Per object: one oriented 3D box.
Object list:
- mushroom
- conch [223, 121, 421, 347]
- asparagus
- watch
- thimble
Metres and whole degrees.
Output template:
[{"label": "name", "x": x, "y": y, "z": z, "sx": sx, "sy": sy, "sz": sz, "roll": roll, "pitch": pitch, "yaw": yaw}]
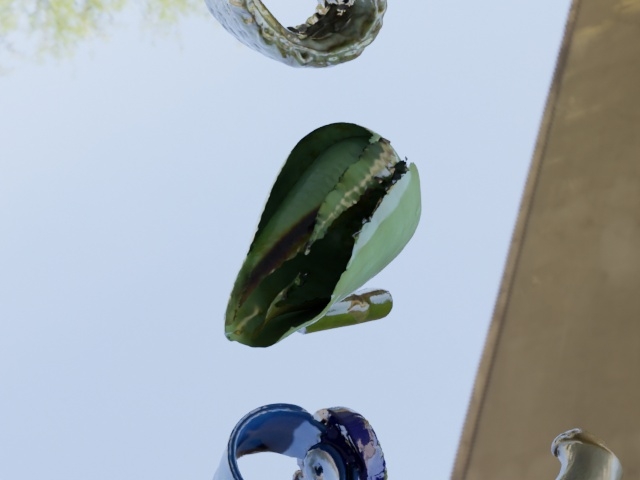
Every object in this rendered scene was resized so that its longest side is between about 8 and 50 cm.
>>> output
[{"label": "mushroom", "x": 0.302, "y": 0.380, "z": 1.318, "sx": 0.122, "sy": 0.159, "sz": 0.329, "roll": 31, "pitch": -124, "yaw": 8}, {"label": "conch", "x": 0.011, "y": -0.015, "z": 0.889, "sx": 0.143, "sy": 0.137, "sz": 0.250, "roll": 0, "pitch": -160, "yaw": 14}, {"label": "asparagus", "x": 0.030, "y": 0.115, "z": 1.681, "sx": 0.067, "sy": 0.060, "sz": 0.277, "roll": 21, "pitch": -166, "yaw": 33}, {"label": "watch", "x": -0.027, "y": 0.301, "z": 1.261, "sx": 0.200, "sy": 0.171, "sz": 0.196, "roll": -6, "pitch": -142, "yaw": -33}, {"label": "thimble", "x": -0.038, "y": -0.260, "z": 1.087, "sx": 0.137, "sy": 0.190, "sz": 0.143, "roll": -65, "pitch": -152, "yaw": 9}]
